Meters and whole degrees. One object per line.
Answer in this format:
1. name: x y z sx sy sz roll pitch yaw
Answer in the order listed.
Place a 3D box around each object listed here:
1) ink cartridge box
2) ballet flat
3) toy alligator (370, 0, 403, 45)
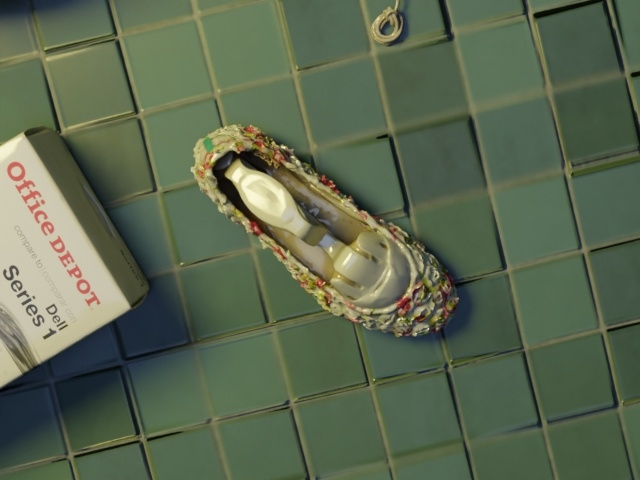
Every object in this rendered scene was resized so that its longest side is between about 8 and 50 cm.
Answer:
1. ink cartridge box: -0.266 0.034 1.230 0.219 0.092 0.160 -31 94 6
2. ballet flat: 0.000 0.000 1.225 0.241 0.077 0.091 34 95 -2
3. toy alligator: 0.065 -0.241 1.208 0.056 0.051 0.190 10 96 2
